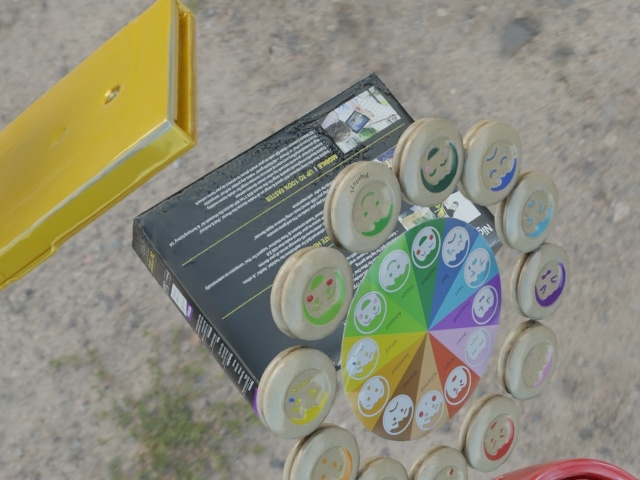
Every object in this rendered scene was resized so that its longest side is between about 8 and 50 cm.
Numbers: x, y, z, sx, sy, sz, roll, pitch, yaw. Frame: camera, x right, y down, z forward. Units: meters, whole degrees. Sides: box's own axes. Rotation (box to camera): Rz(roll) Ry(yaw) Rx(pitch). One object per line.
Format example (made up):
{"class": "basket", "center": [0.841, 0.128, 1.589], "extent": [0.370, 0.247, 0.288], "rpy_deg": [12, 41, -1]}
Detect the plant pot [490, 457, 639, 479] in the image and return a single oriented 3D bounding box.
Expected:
{"class": "plant pot", "center": [0.162, 0.275, 0.950], "extent": [0.191, 0.191, 0.174], "rpy_deg": [56, 147, 1]}

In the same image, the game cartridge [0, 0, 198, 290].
{"class": "game cartridge", "center": [-0.265, -0.099, 1.329], "extent": [0.323, 0.285, 0.052], "rpy_deg": [-36, 123, 20]}

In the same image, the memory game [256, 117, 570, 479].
{"class": "memory game", "center": [0.047, 0.039, 0.517], "extent": [0.012, 0.186, 0.186], "rpy_deg": [18, 110, 45]}

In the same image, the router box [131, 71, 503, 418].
{"class": "router box", "center": [0.000, 0.000, 0.718], "extent": [0.179, 0.046, 0.133], "rpy_deg": [-33, 76, -21]}
